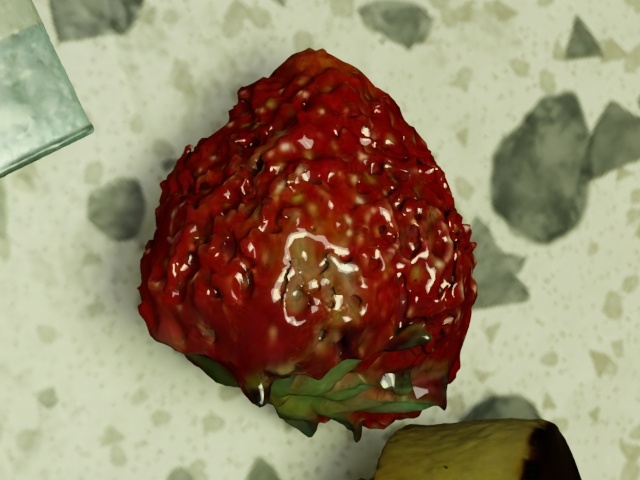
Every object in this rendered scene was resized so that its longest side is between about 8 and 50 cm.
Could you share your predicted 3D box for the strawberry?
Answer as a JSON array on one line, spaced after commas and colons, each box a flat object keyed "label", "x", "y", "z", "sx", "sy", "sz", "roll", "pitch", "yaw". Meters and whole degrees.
[{"label": "strawberry", "x": 0.000, "y": 0.000, "z": 0.921, "sx": 0.187, "sy": 0.184, "sz": 0.201, "roll": 13, "pitch": 72, "yaw": -22}]

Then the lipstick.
[{"label": "lipstick", "x": -0.219, "y": -0.182, "z": 0.898, "sx": 0.068, "sy": 0.066, "sz": 0.317, "roll": -28, "pitch": 98, "yaw": -19}]

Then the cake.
[{"label": "cake", "x": 0.057, "y": 0.198, "z": 0.935, "sx": 0.178, "sy": 0.207, "sz": 0.185, "roll": -15, "pitch": 136, "yaw": 12}]
